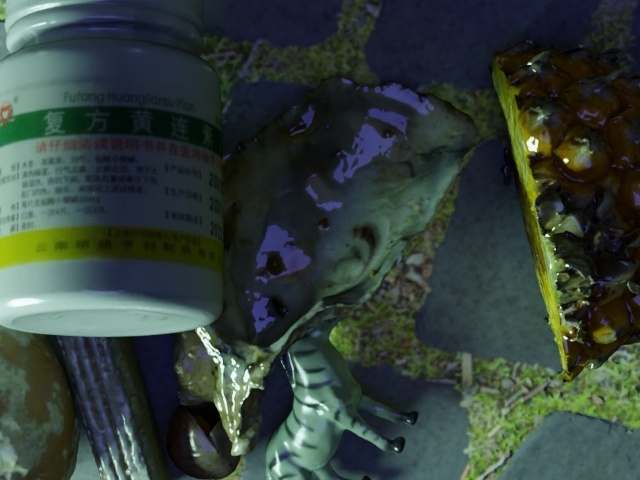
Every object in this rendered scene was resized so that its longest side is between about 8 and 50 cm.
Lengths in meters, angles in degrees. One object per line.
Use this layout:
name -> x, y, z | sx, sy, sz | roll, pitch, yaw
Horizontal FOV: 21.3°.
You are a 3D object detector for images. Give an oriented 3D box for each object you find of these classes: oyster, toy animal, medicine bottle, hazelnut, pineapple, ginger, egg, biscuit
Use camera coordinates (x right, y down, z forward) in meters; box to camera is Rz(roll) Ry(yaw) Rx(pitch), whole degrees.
oyster -> -0.028, -0.005, 1.627 | 0.204, 0.111, 0.396 | 38, 83, 6
toy animal -> -0.003, 0.179, 1.712 | 0.176, 0.073, 0.217 | 31, 107, 1
medicine bottle -> -0.191, -0.093, 1.517 | 0.208, 0.208, 0.340 | -1, 80, -2
hazelnut -> -0.116, 0.200, 1.708 | 0.086, 0.086, 0.086 | 0, 104, -2
pineapple -> 0.293, -0.020, 1.560 | 0.209, 0.286, 0.344 | -14, 105, 2
ginger -> -0.109, 0.083, 1.687 | 0.096, 0.067, 0.165 | -14, 94, -11
egg -> -0.331, 0.177, 1.637 | 0.203, 0.203, 0.245 | 6, 97, -3
biscuit -> -0.202, 0.162, 1.680 | 0.061, 0.108, 0.239 | -16, 104, 0
